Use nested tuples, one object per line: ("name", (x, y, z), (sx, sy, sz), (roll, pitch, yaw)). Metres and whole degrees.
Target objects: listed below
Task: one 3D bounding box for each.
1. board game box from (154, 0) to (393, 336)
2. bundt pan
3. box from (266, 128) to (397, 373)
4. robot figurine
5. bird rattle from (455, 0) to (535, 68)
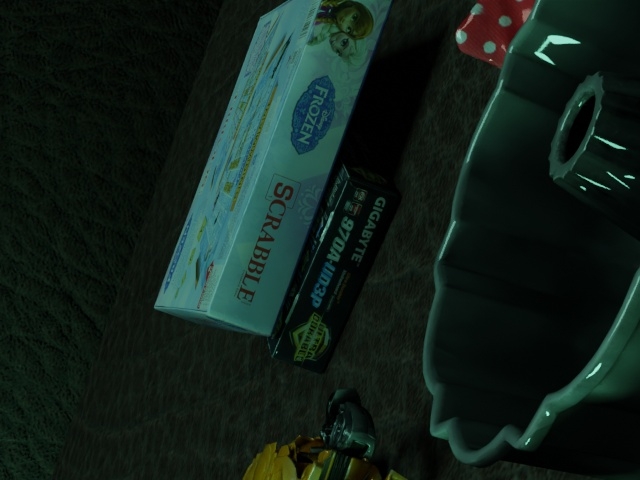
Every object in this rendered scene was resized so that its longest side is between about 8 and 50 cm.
("board game box", (-0.050, -0.072, 1.846), (0.318, 0.066, 0.318), (179, 112, -77))
("bundt pan", (0.172, -0.032, 0.928), (0.331, 0.124, 0.331), (-159, 90, -79))
("box", (0.000, 0.000, 1.790), (0.220, 0.051, 0.175), (-112, 44, -72))
("robot figurine", (-0.011, 0.215, 1.406), (0.291, 0.085, 0.211), (149, 139, -72))
("bird rattle", (0.172, -0.180, 1.192), (0.253, 0.143, 0.207), (-66, 28, 26))
